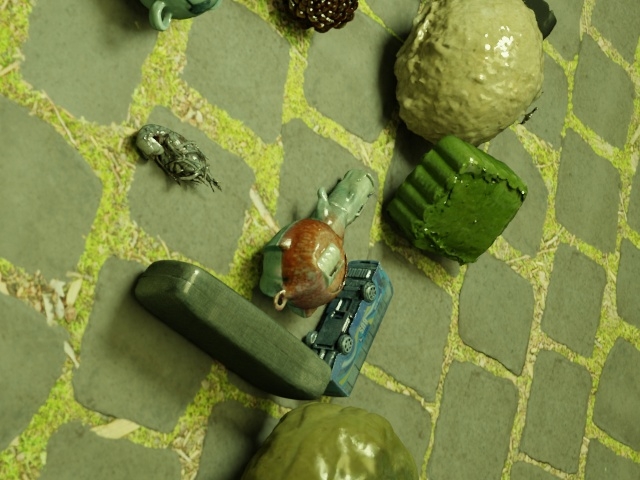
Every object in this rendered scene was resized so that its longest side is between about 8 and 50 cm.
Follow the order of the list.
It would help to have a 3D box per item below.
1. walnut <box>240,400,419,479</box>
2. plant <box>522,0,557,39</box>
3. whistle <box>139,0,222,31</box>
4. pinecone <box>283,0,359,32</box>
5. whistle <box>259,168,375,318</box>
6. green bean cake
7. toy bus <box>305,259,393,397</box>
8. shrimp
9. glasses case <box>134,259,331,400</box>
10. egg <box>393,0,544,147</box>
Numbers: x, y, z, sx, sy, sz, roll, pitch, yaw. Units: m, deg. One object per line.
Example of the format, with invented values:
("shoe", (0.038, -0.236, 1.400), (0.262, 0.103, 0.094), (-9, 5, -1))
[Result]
("walnut", (0.009, 0.388, 1.685), (0.253, 0.282, 0.277), (28, 64, 6))
("plant", (0.374, -0.444, 2.259), (0.164, 0.142, 0.256), (30, 67, -36))
("whistle", (-0.201, -0.431, 1.686), (0.163, 0.163, 0.290), (34, 60, -36))
("pinecone", (0.002, -0.418, 1.903), (0.140, 0.140, 0.121), (52, 15, -25))
("whistle", (0.001, 0.001, 1.835), (0.142, 0.133, 0.346), (51, 44, -15))
("green bean cake", (0.248, -0.070, 2.024), (0.214, 0.200, 0.113), (18, 27, -40))
("toy bus", (0.044, 0.146, 1.887), (0.094, 0.079, 0.236), (58, 47, -42))
("shrimp", (-0.206, -0.119, 1.696), (0.165, 0.056, 0.065), (38, 42, -22))
("glasses case", (-0.126, 0.137, 1.677), (0.323, 0.131, 0.074), (40, 66, -33))
("egg", (0.272, -0.316, 2.059), (0.279, 0.279, 0.310), (42, 74, -32))
